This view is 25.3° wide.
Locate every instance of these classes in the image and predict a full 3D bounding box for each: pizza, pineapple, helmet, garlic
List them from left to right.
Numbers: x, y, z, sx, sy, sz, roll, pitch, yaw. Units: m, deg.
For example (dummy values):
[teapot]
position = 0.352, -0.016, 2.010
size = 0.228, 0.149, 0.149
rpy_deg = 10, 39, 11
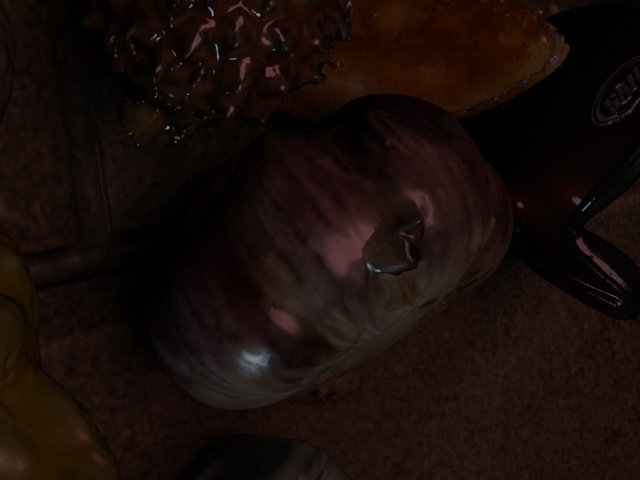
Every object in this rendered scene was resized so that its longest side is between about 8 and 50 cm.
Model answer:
[pineapple]
position = -0.063, -0.136, 0.821
size = 0.166, 0.166, 0.193
rpy_deg = 37, 73, -32
[garlic]
position = 0.000, 0.000, 0.857
size = 0.245, 0.245, 0.160
rpy_deg = -22, 69, -34
[pizza]
position = 0.058, -0.166, 0.913
size = 0.053, 0.201, 0.193
rpy_deg = -47, 135, -76
[helmet]
position = 0.195, -0.064, 0.988
size = 0.193, 0.216, 0.189
rpy_deg = 40, 79, 10

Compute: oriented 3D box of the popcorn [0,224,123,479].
[popcorn]
position = -0.199, 0.119, 0.655
size = 0.225, 0.276, 0.276
rpy_deg = -64, 139, -70

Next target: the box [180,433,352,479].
[box]
position = -0.063, 0.268, 0.848
size = 0.312, 0.175, 0.182
rpy_deg = -46, 108, -25

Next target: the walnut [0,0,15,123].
[walnut]
position = -0.224, -0.091, 0.712
size = 0.140, 0.162, 0.140
rpy_deg = -7, 124, -10
